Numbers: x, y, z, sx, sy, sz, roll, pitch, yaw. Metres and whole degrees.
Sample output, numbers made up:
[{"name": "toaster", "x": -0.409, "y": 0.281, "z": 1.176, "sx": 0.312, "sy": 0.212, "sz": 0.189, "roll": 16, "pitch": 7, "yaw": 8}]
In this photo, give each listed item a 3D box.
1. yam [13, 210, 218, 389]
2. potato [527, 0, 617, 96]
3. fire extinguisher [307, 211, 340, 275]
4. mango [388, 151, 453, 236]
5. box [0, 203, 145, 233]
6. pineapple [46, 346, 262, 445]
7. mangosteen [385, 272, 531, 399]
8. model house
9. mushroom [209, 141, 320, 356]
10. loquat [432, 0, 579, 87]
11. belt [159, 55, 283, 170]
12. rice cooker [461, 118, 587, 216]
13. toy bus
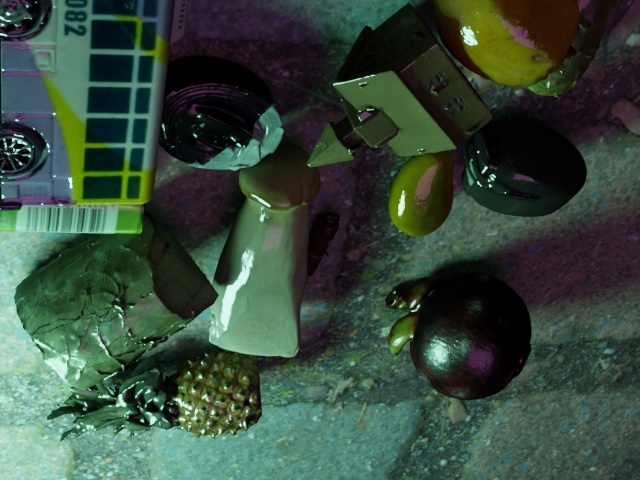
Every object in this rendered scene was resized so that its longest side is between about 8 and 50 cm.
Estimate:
[{"name": "yam", "x": -0.308, "y": 0.094, "z": 1.740, "sx": 0.271, "sy": 0.201, "sz": 0.202, "roll": -35, "pitch": 134, "yaw": 8}, {"name": "potato", "x": 0.356, "y": -0.304, "z": 1.621, "sx": 0.117, "sy": 0.090, "sz": 0.226, "roll": -5, "pitch": 133, "yaw": -33}, {"name": "fire extinguisher", "x": 0.000, "y": 0.000, "z": 1.843, "sx": 0.056, "sy": 0.039, "sz": 0.132, "roll": -20, "pitch": 147, "yaw": -48}, {"name": "mango", "x": 0.163, "y": -0.080, "z": 1.791, "sx": 0.103, "sy": 0.076, "sz": 0.161, "roll": 3, "pitch": 128, "yaw": -14}, {"name": "box", "x": -0.419, "y": -0.069, "z": 1.580, "sx": 0.345, "sy": 0.134, "sz": 0.097, "roll": 0, "pitch": 129, "yaw": -19}, {"name": "pineapple", "x": -0.280, "y": 0.267, "z": 1.938, "sx": 0.364, "sy": 0.166, "sz": 0.166, "roll": -4, "pitch": 134, "yaw": -10}, {"name": "mangosteen", "x": 0.233, "y": 0.152, "z": 1.962, "sx": 0.265, "sy": 0.228, "sz": 0.228, "roll": 26, "pitch": 133, "yaw": 15}, {"name": "model house", "x": 0.073, "y": -0.190, "z": 1.579, "sx": 0.248, "sy": 0.176, "sz": 0.181, "roll": -36, "pitch": 133, "yaw": 11}, {"name": "mushroom", "x": -0.092, "y": 0.033, "z": 1.780, "sx": 0.154, "sy": 0.138, "sz": 0.407, "roll": 3, "pitch": 130, "yaw": -4}, {"name": "loquat", "x": 0.247, "y": -0.301, "z": 1.512, "sx": 0.234, "sy": 0.187, "sz": 0.176, "roll": 44, "pitch": 116, "yaw": -13}, {"name": "belt", "x": -0.147, "y": -0.173, "z": 1.603, "sx": 0.198, "sy": 0.078, "sz": 0.151, "roll": 13, "pitch": 126, "yaw": -29}, {"name": "rice cooker", "x": 0.310, "y": -0.110, "z": 1.763, "sx": 0.203, "sy": 0.142, "sz": 0.118, "roll": 7, "pitch": 142, "yaw": -19}, {"name": "toy bus", "x": -0.291, "y": -0.262, "z": 1.377, "sx": 0.249, "sy": 0.209, "sz": 0.440, "roll": -1, "pitch": 133, "yaw": -16}]
